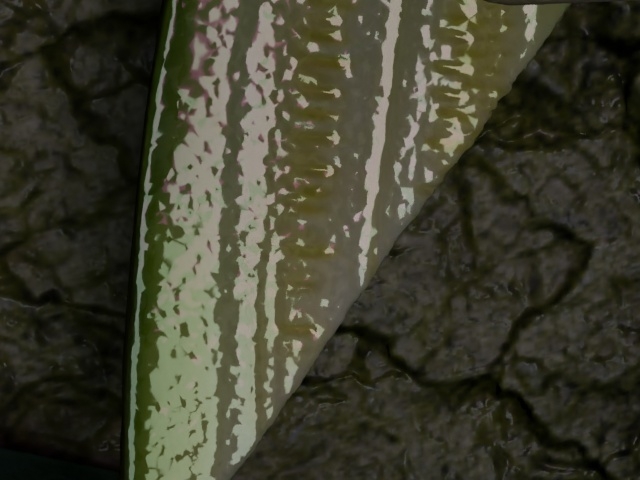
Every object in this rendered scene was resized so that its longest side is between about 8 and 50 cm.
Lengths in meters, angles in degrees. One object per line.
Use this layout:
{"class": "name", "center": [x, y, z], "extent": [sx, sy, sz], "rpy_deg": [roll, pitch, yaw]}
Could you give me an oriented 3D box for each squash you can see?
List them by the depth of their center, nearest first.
{"class": "squash", "center": [0.000, 0.000, 0.881], "extent": [0.203, 0.111, 0.288], "rpy_deg": [-2, 102, -19]}

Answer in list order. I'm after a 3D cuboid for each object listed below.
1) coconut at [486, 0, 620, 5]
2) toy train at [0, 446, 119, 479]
{"class": "coconut", "center": [0.119, -0.232, 0.704], "extent": [0.323, 0.323, 0.323], "rpy_deg": [-6, 114, -13]}
{"class": "toy train", "center": [-0.116, 0.240, 0.889], "extent": [0.145, 0.266, 0.202], "rpy_deg": [17, 108, -38]}
